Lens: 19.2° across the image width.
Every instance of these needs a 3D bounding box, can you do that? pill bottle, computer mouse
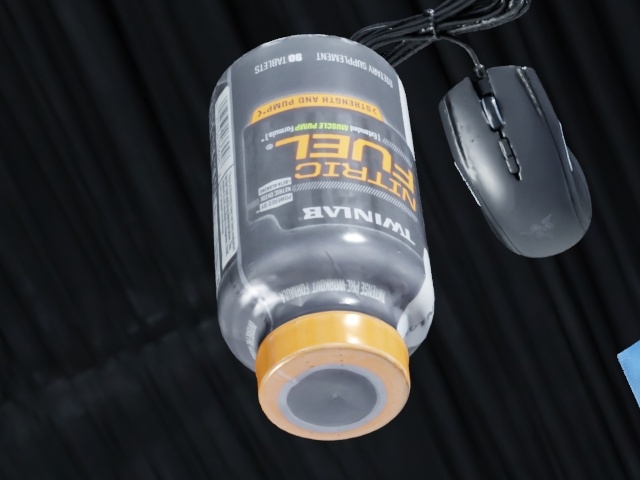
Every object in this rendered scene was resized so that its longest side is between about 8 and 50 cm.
[{"bbox_3d":[0.000,0.000,1.150,0.130,0.130,0.246,-18,46,13],"label":"pill bottle"},{"bbox_3d":[0.122,-0.081,1.625,0.184,0.262,0.060,-16,22,10],"label":"computer mouse"}]

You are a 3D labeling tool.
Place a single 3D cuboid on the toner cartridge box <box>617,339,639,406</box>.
[{"bbox_3d":[0.345,0.180,1.307,0.165,0.075,0.348,-37,46,19],"label":"toner cartridge box"}]
